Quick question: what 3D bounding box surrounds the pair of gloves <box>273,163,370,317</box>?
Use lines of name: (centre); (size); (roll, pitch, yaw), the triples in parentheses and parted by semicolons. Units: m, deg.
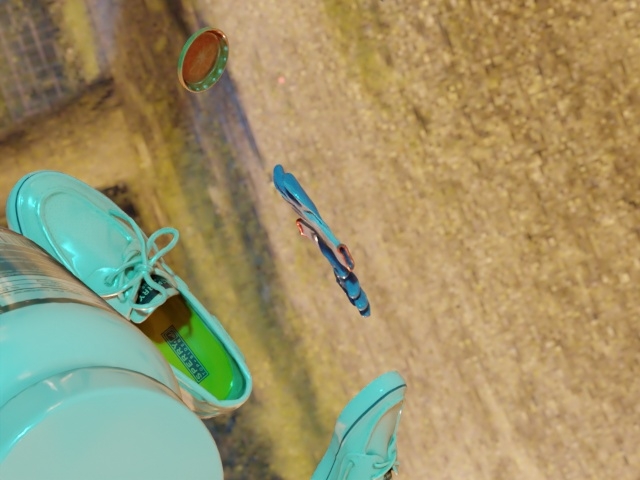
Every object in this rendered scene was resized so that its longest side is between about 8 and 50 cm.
pair of gloves: (0.000, 0.000, 1.408); (0.159, 0.023, 0.198); (51, 173, 36)

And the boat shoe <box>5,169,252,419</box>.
boat shoe: (-0.208, 0.060, 1.399); (0.367, 0.136, 0.156); (53, 152, -9)

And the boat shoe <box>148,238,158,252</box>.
boat shoe: (-0.298, 0.073, 1.762); (0.065, 0.183, 0.083); (27, 180, -28)

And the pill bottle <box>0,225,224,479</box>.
pill bottle: (-0.229, 0.127, 0.919); (0.363, 0.210, 0.210); (28, 137, 56)

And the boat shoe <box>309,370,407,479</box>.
boat shoe: (0.057, 0.278, 1.548); (0.088, 0.096, 0.267); (46, 127, 27)

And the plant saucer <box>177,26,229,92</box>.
plant saucer: (-0.145, -0.223, 1.500); (0.013, 0.083, 0.083); (30, 146, 29)
